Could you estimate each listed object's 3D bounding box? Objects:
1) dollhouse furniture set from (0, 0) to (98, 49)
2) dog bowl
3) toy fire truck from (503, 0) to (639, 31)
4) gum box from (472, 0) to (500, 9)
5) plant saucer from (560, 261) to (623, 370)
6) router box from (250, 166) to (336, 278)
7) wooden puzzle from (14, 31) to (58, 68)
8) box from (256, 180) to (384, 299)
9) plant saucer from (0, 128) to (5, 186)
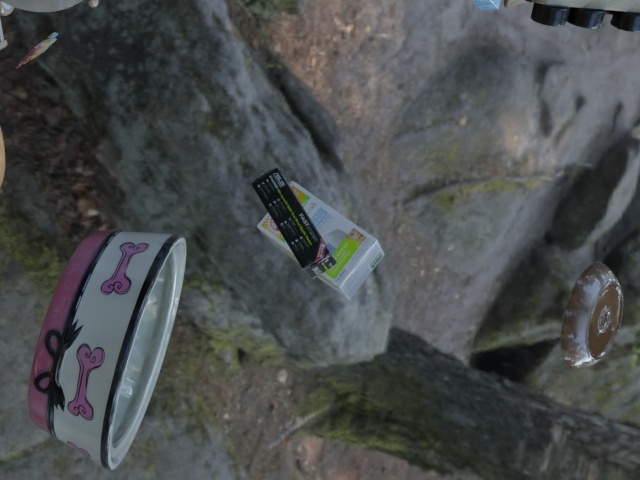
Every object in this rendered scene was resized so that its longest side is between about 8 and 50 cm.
[{"bbox_3d":[-0.309,-0.308,1.095,0.303,0.355,0.174,-67,160,-58],"label":"dollhouse furniture set"},{"bbox_3d":[-0.356,0.166,1.473,0.408,0.150,0.408,-164,-90,-89],"label":"dog bowl"},{"bbox_3d":[0.414,-0.426,1.451,0.246,0.217,0.159,-109,-157,-56],"label":"toy fire truck"},{"bbox_3d":[0.255,-0.490,1.426,0.184,0.041,0.157,22,81,-52],"label":"gum box"},{"bbox_3d":[0.486,0.138,1.536,0.198,0.036,0.199,-17,113,-46],"label":"plant saucer"},{"bbox_3d":[-0.030,-0.019,1.025,0.038,0.122,0.092,-31,170,0],"label":"router box"},{"bbox_3d":[-0.395,-0.267,1.224,0.006,0.083,0.049,52,45,-13],"label":"wooden puzzle"},{"bbox_3d":[0.000,0.000,1.609,0.114,0.203,0.103,-52,160,-6],"label":"box"},{"bbox_3d":[-0.379,-0.113,0.829,0.037,0.200,0.200,-53,142,-51],"label":"plant saucer"}]
